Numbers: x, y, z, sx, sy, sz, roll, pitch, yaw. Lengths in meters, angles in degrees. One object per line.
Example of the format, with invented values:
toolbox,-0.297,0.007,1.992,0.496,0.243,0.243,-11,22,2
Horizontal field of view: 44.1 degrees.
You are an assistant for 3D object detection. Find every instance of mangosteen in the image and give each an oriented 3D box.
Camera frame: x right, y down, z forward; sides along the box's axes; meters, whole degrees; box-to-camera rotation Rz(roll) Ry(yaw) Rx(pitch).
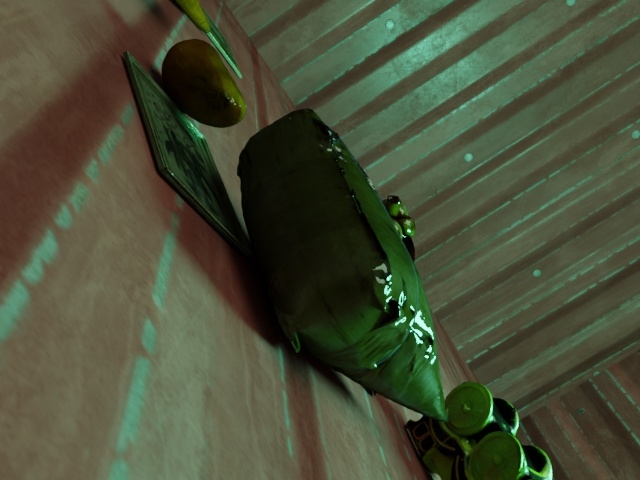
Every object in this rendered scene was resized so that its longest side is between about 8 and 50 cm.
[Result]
mangosteen,0.112,0.001,1.537,0.200,0.199,0.200,56,7,-11

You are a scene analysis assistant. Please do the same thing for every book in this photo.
book,-0.258,-0.503,1.940,0.168,0.013,0.192,51,10,-44

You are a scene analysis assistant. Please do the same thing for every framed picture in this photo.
framed picture,-0.153,-0.100,0.899,0.173,0.010,0.231,50,10,-48

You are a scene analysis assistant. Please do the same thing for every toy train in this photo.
toy train,0.236,0.331,1.100,0.100,0.160,0.296,41,13,-36

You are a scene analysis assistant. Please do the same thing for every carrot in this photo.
carrot,-0.277,-0.508,1.669,0.061,0.061,0.256,59,4,13

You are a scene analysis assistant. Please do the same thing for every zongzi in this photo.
zongzi,0.047,0.040,0.968,0.360,0.159,0.323,46,22,-47

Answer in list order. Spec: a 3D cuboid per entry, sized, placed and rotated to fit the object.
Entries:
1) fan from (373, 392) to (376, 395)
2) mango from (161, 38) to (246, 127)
fan,0.085,0.173,1.087,0.133,0.005,0.085,110,-9,-80
mango,-0.150,-0.191,1.016,0.105,0.084,0.159,49,10,-47
